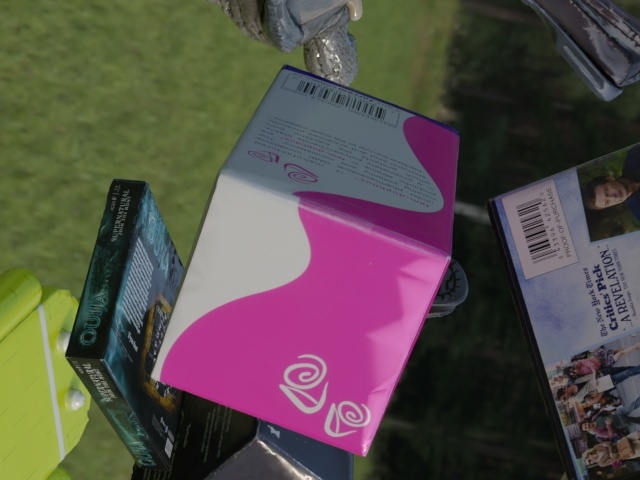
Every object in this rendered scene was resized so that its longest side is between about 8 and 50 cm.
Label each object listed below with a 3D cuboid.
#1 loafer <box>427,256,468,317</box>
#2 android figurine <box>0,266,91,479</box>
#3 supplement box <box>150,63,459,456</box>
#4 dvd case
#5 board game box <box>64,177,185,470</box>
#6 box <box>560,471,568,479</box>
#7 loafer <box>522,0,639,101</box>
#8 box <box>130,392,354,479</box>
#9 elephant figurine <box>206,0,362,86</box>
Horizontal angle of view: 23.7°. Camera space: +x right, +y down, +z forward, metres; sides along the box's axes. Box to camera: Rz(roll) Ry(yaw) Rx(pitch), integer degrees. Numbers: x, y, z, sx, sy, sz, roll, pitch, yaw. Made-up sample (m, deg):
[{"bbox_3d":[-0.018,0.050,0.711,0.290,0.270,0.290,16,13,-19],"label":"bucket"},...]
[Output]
[{"bbox_3d":[0.046,0.049,1.600,0.078,0.220,0.080,78,18,-54],"label":"loafer"},{"bbox_3d":[-0.269,0.144,1.349,0.273,0.056,0.248,-48,140,-57],"label":"android figurine"},{"bbox_3d":[0.000,0.000,0.779,0.220,0.111,0.114,-70,-179,-72],"label":"supplement box"},{"bbox_3d":[0.226,0.022,0.814,0.022,0.253,0.180,5,67,-61],"label":"dvd case"},{"bbox_3d":[-0.117,0.060,1.002,0.186,0.026,0.126,76,22,-60],"label":"board game box"},{"bbox_3d":[0.346,0.267,1.334,0.057,0.293,0.201,-79,-171,-56],"label":"box"},{"bbox_3d":[0.250,-0.283,1.594,0.095,0.302,0.109,-33,-158,22],"label":"loafer"},{"bbox_3d":[-0.059,0.163,1.114,0.158,0.093,0.156,-43,-160,23],"label":"box"},{"bbox_3d":[-0.024,-0.196,1.009,0.169,0.186,0.239,-111,-147,-60],"label":"elephant figurine"}]
